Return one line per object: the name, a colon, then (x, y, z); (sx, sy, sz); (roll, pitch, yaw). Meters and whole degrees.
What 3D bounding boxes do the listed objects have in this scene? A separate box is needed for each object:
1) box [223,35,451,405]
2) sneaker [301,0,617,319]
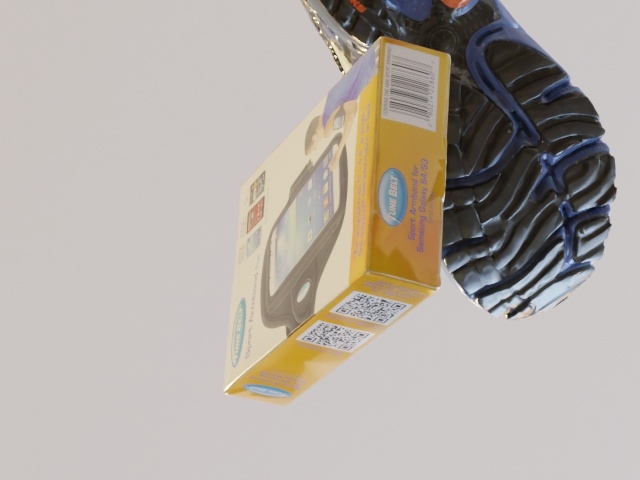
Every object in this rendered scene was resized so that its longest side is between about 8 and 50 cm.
box: (0.000, 0.000, 0.628); (0.028, 0.136, 0.081); (14, -117, -21)
sneaker: (0.048, -0.068, 0.757); (0.083, 0.087, 0.221); (-27, -71, -4)
